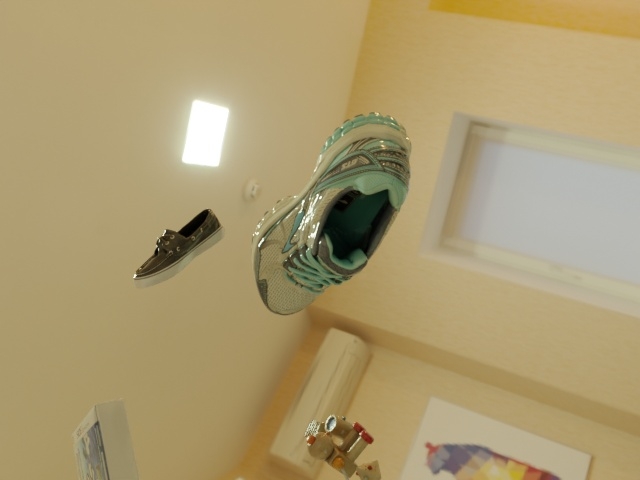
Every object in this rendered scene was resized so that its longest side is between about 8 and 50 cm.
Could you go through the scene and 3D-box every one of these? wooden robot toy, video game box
[{"bbox_3d":[0.015,0.272,0.853,0.079,0.173,0.076,34,-94,-24],"label":"wooden robot toy"},{"bbox_3d":[-0.305,0.352,0.906,0.048,0.205,0.187,-5,-25,-32],"label":"video game box"}]

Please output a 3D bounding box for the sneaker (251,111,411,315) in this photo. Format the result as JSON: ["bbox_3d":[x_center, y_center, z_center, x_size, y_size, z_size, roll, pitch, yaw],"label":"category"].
[{"bbox_3d":[0.000,0.000,0.680,0.122,0.110,0.283,-93,28,-48],"label":"sneaker"}]

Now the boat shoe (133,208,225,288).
[{"bbox_3d":[-0.280,0.008,1.227,0.228,0.080,0.076,-38,-63,-38],"label":"boat shoe"}]
